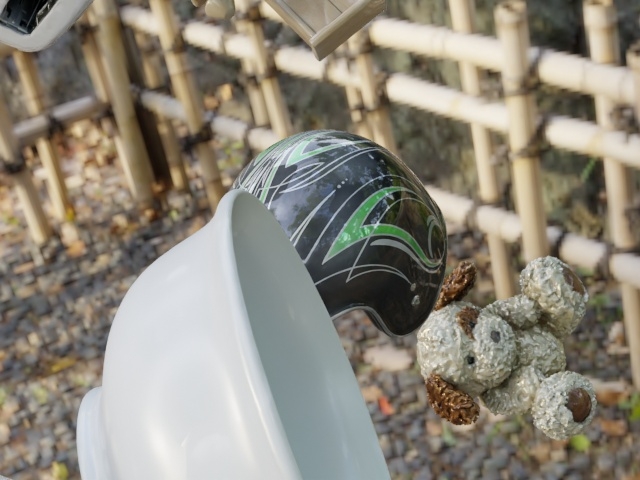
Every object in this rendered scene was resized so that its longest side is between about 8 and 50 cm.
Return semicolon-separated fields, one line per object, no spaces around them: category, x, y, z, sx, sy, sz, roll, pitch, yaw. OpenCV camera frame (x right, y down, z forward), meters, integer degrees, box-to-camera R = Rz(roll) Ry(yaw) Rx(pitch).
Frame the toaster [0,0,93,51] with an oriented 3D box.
toaster;-0.200;-0.241;0.956;0.227;0.129;0.146;-34;40;45

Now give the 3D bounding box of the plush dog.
plush dog;0.236;0.155;1.863;0.225;0.210;0.262;13;63;-23

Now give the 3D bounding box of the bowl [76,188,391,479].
bowl;-0.050;0.131;0.777;0.134;0.298;0.298;-22;32;7

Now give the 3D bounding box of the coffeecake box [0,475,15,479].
coffeecake box;-0.269;0.270;0.996;0.142;0.068;0.185;-12;56;56

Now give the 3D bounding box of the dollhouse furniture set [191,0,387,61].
dollhouse furniture set;-0.028;-0.397;1.600;0.303;0.355;0.174;-40;66;-7

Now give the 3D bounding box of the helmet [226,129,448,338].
helmet;0.000;0.000;1.013;0.161;0.169;0.169;19;10;-40
